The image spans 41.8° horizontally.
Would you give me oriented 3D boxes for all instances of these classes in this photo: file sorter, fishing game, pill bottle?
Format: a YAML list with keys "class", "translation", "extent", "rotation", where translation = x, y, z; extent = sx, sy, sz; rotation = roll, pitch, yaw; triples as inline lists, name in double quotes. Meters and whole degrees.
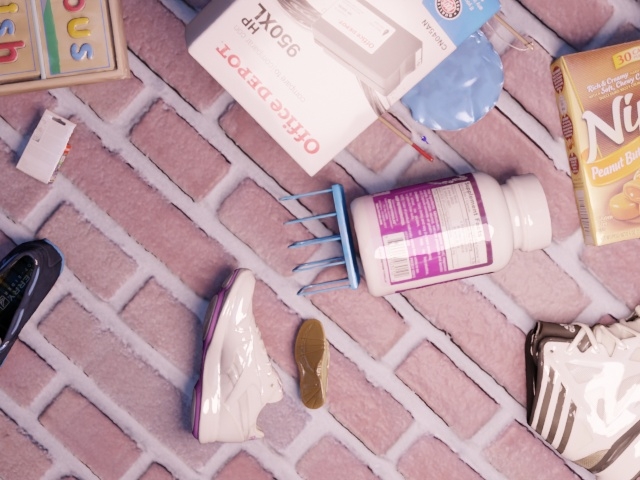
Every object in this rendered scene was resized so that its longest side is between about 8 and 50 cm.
- class: "file sorter"
  translation: [0.000, 0.000, 1.393]
  extent: [0.104, 0.118, 0.170]
  rotation: [-11, 92, 6]
- class: "fishing game"
  translation: [0.213, -0.276, 1.413]
  extent: [0.189, 0.041, 0.264]
  rotation: [39, 99, 7]
- class: "pill bottle"
  translation: [0.209, -0.018, 1.359]
  extent: [0.301, 0.169, 0.169]
  rotation: [-12, 92, 2]

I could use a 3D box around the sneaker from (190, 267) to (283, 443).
- class: "sneaker"
  translation: [-0.130, 0.197, 1.424]
  extent: [0.152, 0.114, 0.305]
  rotation: [8, 97, -12]

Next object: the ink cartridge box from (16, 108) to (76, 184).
- class: "ink cartridge box"
  translation: [-0.468, -0.161, 1.443]
  extent: [0.062, 0.029, 0.115]
  rotation: [28, 92, 1]

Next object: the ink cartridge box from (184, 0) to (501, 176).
- class: "ink cartridge box"
  translation: [0.026, -0.340, 1.289]
  extent: [0.395, 0.166, 0.285]
  rotation: [-41, 114, 10]

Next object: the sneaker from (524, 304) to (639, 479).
- class: "sneaker"
  translation: [0.497, 0.161, 1.357]
  extent: [0.257, 0.169, 0.448]
  rotation: [33, 96, -2]

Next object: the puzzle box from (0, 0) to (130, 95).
- class: "puzzle box"
  translation: [-0.483, -0.459, 1.419]
  extent: [0.272, 0.052, 0.409]
  rotation: [-8, 92, 2]

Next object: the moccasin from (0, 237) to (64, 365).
- class: "moccasin"
  translation: [-0.576, 0.133, 1.416]
  extent: [0.137, 0.117, 0.342]
  rotation: [33, 93, 0]

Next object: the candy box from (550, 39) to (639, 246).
- class: "candy box"
  translation: [0.505, -0.162, 1.382]
  extent: [0.182, 0.087, 0.317]
  rotation: [-11, 93, 2]

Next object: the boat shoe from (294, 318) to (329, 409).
- class: "boat shoe"
  translation: [-0.010, 0.211, 1.443]
  extent: [0.056, 0.048, 0.153]
  rotation: [-6, 86, 14]
